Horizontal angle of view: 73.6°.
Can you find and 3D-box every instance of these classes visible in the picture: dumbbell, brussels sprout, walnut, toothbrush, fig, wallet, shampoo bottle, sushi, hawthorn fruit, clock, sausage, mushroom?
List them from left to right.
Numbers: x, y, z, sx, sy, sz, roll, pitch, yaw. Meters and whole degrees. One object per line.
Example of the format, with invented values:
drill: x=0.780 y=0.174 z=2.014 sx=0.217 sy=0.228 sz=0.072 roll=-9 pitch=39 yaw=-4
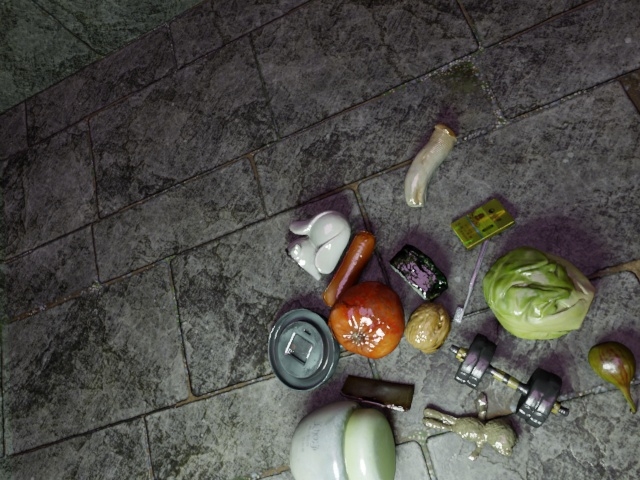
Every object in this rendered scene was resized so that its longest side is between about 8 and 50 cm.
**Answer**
clock: x=-0.067 y=0.420 z=1.656 sx=0.313 sy=0.061 sz=0.312 roll=-7 pitch=76 yaw=31
shampoo bottle: x=0.073 y=0.710 z=1.435 sx=0.318 sy=0.322 sz=0.322 roll=-16 pitch=72 yaw=27
sausage: x=0.118 y=0.116 z=1.686 sx=0.102 sy=0.102 sz=0.330 roll=28 pitch=86 yaw=23
hawthorn fruit: x=0.184 y=0.257 z=1.558 sx=0.276 sy=0.276 sz=0.307 roll=14 pitch=48 yaw=21
wallet: x=0.202 y=0.546 z=1.539 sx=0.256 sy=0.137 sz=0.031 roll=4 pitch=110 yaw=20
sushi: x=0.366 y=0.116 z=1.585 sx=0.127 sy=0.124 sz=0.225 roll=-44 pitch=67 yaw=4
mushroom: x=0.423 y=-0.296 z=1.688 sx=0.123 sy=0.095 sz=0.351 roll=26 pitch=88 yaw=5
walnut: x=0.384 y=0.303 z=1.520 sx=0.155 sy=0.155 sz=0.184 roll=31 pitch=84 yaw=23
toothbrush: x=0.557 y=0.134 z=1.570 sx=0.029 sy=0.024 sz=0.353 roll=19 pitch=84 yaw=21
dumbbell: x=0.602 y=0.449 z=1.391 sx=0.388 sy=0.185 sz=0.185 roll=27 pitch=87 yaw=23
brussels sprout: x=0.696 y=0.174 z=1.400 sx=0.328 sy=0.247 sz=0.327 roll=-5 pitch=75 yaw=21
fig: x=0.928 y=0.433 z=1.333 sx=0.124 sy=0.124 sz=0.236 roll=-19 pitch=84 yaw=13

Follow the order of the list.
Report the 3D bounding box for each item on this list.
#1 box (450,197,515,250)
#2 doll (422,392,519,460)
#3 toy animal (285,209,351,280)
box: x=0.599 y=-0.060 z=1.586 sx=0.193 sy=0.030 sz=0.121 roll=-32 pitch=55 yaw=10
doll: x=0.499 y=0.638 z=1.434 sx=0.286 sy=0.091 sz=0.202 roll=-13 pitch=39 yaw=4
toy animal: x=-0.019 y=0.000 z=1.718 sx=0.249 sy=0.174 sz=0.289 roll=27 pitch=88 yaw=22
